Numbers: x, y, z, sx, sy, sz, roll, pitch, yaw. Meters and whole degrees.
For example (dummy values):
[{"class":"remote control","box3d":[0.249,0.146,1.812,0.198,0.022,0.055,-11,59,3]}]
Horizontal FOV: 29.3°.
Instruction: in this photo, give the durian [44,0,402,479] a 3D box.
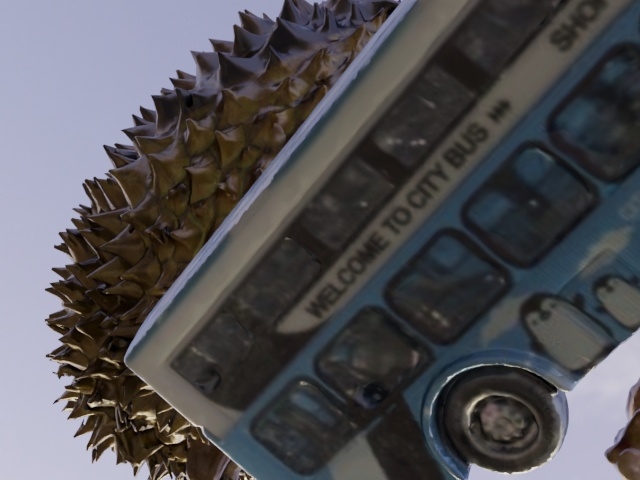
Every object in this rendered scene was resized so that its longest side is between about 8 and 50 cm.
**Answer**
[{"class":"durian","box3d":[-0.003,0.001,0.834,0.347,0.384,0.348,16,-36,12]}]

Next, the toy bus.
[{"class":"toy bus","box3d":[0.069,-0.028,0.387,0.131,0.106,0.297,39,-59,-3]}]

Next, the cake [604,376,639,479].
[{"class":"cake","box3d":[0.313,0.160,0.797,0.196,0.199,0.293,-32,-113,8]}]

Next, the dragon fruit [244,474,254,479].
[{"class":"dragon fruit","box3d":[-0.099,0.210,1.615,0.241,0.241,0.252,22,-63,28]}]
